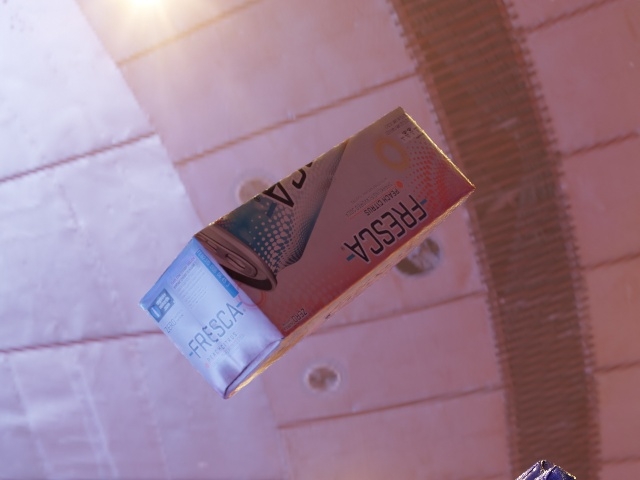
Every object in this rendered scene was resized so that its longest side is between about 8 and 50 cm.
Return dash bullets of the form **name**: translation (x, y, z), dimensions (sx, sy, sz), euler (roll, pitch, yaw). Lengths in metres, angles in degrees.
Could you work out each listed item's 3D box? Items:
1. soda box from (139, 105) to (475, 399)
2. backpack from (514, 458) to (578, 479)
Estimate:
- **soda box**: translation (0.000, 0.000, 0.631), dimensions (0.063, 0.183, 0.058), euler (47, -50, 6)
- **backpack**: translation (0.120, 0.180, 0.638), dimensions (0.120, 0.098, 0.101), euler (47, -27, 11)
